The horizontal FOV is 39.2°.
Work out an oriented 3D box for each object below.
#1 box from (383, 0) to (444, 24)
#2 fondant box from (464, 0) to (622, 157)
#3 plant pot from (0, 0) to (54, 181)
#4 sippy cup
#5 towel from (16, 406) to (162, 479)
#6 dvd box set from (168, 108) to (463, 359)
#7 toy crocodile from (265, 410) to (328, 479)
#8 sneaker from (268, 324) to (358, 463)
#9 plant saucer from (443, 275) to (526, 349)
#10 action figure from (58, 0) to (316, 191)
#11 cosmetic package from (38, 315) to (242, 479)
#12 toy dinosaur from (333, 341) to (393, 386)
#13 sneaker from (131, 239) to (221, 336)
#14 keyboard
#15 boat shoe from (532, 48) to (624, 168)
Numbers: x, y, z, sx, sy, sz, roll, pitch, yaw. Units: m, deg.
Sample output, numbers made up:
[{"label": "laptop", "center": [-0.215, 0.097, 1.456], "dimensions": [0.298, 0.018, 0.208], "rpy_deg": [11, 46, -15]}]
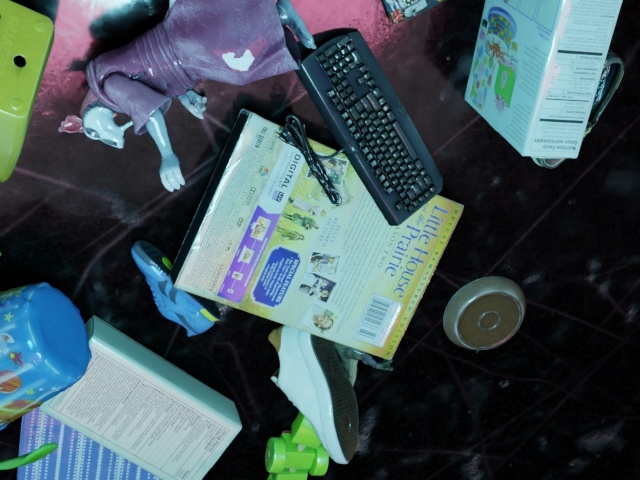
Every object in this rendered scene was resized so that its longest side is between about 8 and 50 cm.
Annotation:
[{"label": "box", "center": [0.156, -0.401, 1.369], "dimensions": [0.137, 0.027, 0.094], "rpy_deg": [-26, 123, 1]}, {"label": "fondant box", "center": [0.329, -0.319, 1.335], "dimensions": [0.096, 0.238, 0.330], "rpy_deg": [1, 119, -16]}, {"label": "plant pot", "center": [-0.458, -0.223, 1.164], "dimensions": [0.212, 0.187, 0.212], "rpy_deg": [20, 71, -29]}, {"label": "sippy cup", "center": [-0.492, 0.178, 1.398], "dimensions": [0.224, 0.240, 0.305], "rpy_deg": [-23, 114, 13]}, {"label": "towel", "center": [-0.376, 0.375, 1.650], "dimensions": [0.336, 0.040, 0.243], "rpy_deg": [6, 104, -15]}, {"label": "dvd box set", "center": [0.000, 0.000, 1.504], "dimensions": [0.421, 0.062, 0.307], "rpy_deg": [20, 99, -23]}, {"label": "toy crocodile", "center": [-0.065, 0.460, 1.772], "dimensions": [0.115, 0.105, 0.340], "rpy_deg": [8, 121, -16]}, {"label": "sneaker", "center": [-0.015, 0.278, 1.660], "dimensions": [0.123, 0.106, 0.290], "rpy_deg": [-8, 107, 30]}, {"label": "plant saucer", "center": [0.319, 0.147, 1.720], "dimensions": [0.169, 0.029, 0.168], "rpy_deg": [-6, 119, -10]}, {"label": "action figure", "center": [-0.208, -0.253, 1.238], "dimensions": [0.370, 0.248, 0.275], "rpy_deg": [-28, 121, 0]}, {"label": "cosmetic package", "center": [-0.309, 0.285, 1.559], "dimensions": [0.309, 0.113, 0.160], "rpy_deg": [37, 94, -20]}, {"label": "toy dinosaur", "center": [0.072, 0.195, 1.669], "dimensions": [0.118, 0.064, 0.268], "rpy_deg": [-6, 121, 7]}, {"label": "sneaker", "center": [-0.261, 0.089, 1.523], "dimensions": [0.082, 0.069, 0.209], "rpy_deg": [-34, 121, 11]}, {"label": "keyboard", "center": [0.056, -0.156, 1.429], "dimensions": [0.201, 0.033, 0.317], "rpy_deg": [-37, 111, -9]}, {"label": "boat shoe", "center": [0.430, -0.217, 1.516], "dimensions": [0.081, 0.068, 0.227], "rpy_deg": [15, 114, -21]}]
